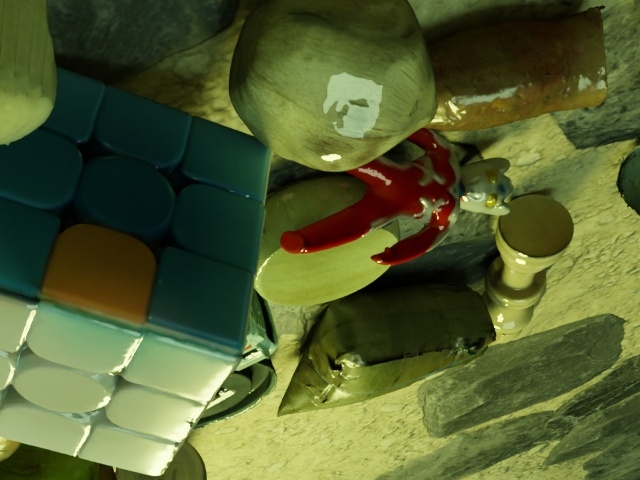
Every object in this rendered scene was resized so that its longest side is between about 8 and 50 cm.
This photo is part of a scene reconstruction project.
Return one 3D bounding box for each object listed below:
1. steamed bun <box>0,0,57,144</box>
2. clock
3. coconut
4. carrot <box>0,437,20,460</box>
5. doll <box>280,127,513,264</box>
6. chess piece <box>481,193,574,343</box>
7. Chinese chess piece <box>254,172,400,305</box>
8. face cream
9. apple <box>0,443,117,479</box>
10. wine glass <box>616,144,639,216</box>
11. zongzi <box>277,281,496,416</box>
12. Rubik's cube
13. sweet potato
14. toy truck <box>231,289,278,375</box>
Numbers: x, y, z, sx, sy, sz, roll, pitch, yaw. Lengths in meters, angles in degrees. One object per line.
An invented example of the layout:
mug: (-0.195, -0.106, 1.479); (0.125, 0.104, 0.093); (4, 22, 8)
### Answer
steamed bun: (-0.356, -0.191, 0.732); (0.272, 0.290, 0.273); (-10, 160, 13)
clock: (-0.215, 0.254, 1.754); (0.281, 0.055, 0.280); (-14, 151, -8)
coconut: (0.022, -0.166, 1.034); (0.224, 0.224, 0.224); (-14, 150, -8)
carrot: (-0.480, 0.212, 1.464); (0.139, 0.138, 0.302); (0, 140, -30)
doll: (0.115, -0.065, 1.310); (0.384, 0.188, 0.099); (-6, -170, -39)
chess piece: (0.329, 0.072, 1.702); (0.117, 0.117, 0.397); (-14, 152, -8)
Chinese chess piece: (0.000, 0.000, 1.412); (0.238, 0.092, 0.237); (-13, 151, -8)
face cream: (-0.319, 0.483, 1.957); (0.177, 0.177, 0.153); (-4, 145, -23)
apple: (-0.490, 0.475, 1.671); (0.374, 0.374, 0.384); (-11, 161, -13)
wine glass: (0.593, -0.066, 1.592); (0.321, 0.143, 0.143); (16, 136, -42)
zongzi: (0.107, 0.213, 1.757); (0.323, 0.160, 0.360); (-2, 146, -25)
Rubik's cube: (-0.242, 0.036, 1.059); (0.290, 0.291, 0.291); (18, 139, -16)
sweet potato: (0.180, -0.188, 1.171); (0.337, 0.131, 0.131); (-13, 150, -13)
toy truck: (-0.211, 0.166, 1.530); (0.305, 0.136, 0.162); (-27, 151, 16)
